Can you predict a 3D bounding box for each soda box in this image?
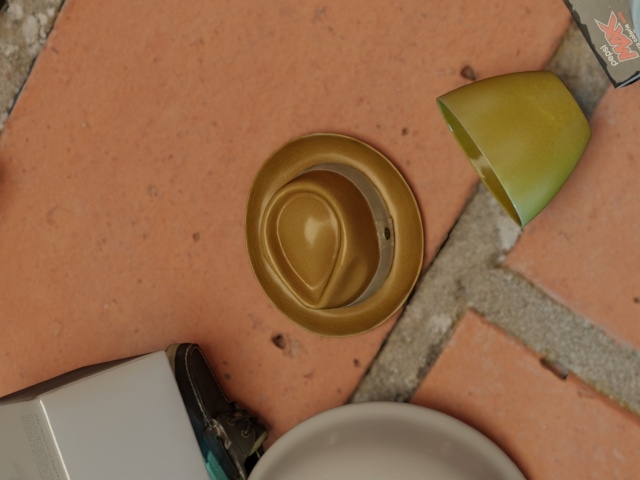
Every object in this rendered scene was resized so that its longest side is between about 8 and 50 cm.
[{"bbox_3d":[0.238,-0.215,1.543,0.060,0.053,0.169,-32,86,24],"label":"soda box"}]

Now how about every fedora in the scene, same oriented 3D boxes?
[{"bbox_3d":[0.000,0.000,1.666,0.194,0.079,0.194,4,101,22],"label":"fedora"}]

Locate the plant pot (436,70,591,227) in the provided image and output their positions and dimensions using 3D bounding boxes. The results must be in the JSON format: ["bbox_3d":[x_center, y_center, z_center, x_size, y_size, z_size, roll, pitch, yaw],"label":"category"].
[{"bbox_3d":[0.176,-0.092,1.562,0.095,0.134,0.134,-33,85,-1],"label":"plant pot"}]

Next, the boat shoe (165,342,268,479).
[{"bbox_3d":[-0.083,0.196,1.740,0.073,0.080,0.223,-18,97,19],"label":"boat shoe"}]

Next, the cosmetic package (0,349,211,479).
[{"bbox_3d":[-0.205,0.235,1.708,0.224,0.138,0.224,-15,94,63],"label":"cosmetic package"}]

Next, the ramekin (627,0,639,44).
[{"bbox_3d":[0.360,-0.184,1.374,0.273,0.273,0.127,24,65,17],"label":"ramekin"}]

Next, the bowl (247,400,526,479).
[{"bbox_3d":[0.054,0.305,1.634,0.298,0.134,0.298,3,106,10],"label":"bowl"}]
